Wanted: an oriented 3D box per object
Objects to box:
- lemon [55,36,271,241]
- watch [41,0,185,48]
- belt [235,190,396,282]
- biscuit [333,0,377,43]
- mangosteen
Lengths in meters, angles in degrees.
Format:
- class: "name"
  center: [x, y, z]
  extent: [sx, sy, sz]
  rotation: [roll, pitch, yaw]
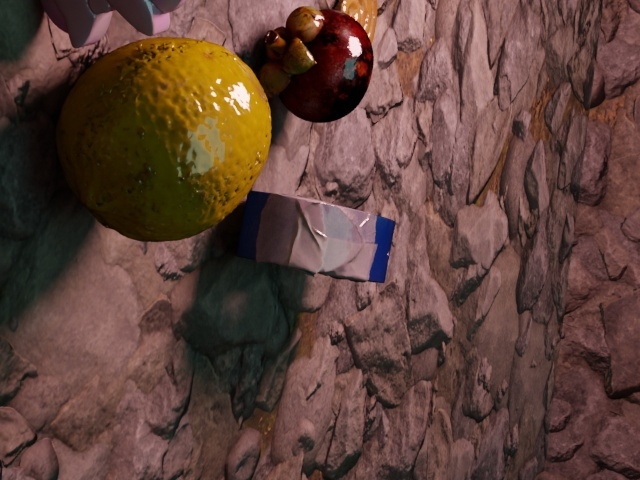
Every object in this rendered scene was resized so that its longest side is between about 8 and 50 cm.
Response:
- class: "lemon"
  center: [-0.194, -0.135, 1.717]
  extent: [0.310, 0.258, 0.257]
  rotation: [-39, 131, -45]
- class: "watch"
  center: [-0.235, -0.390, 1.641]
  extent: [0.217, 0.211, 0.248]
  rotation: [-55, 135, -53]
- class: "belt"
  center: [0.000, 0.000, 2.158]
  extent: [0.347, 0.212, 0.117]
  rotation: [14, 88, -66]
- class: "biscuit"
  center: [0.057, -0.370, 2.335]
  extent: [0.144, 0.033, 0.224]
  rotation: [49, 57, -55]
- class: "mangosteen"
  center: [-0.012, -0.280, 2.115]
  extent: [0.200, 0.200, 0.199]
  rotation: [-28, 123, -56]
